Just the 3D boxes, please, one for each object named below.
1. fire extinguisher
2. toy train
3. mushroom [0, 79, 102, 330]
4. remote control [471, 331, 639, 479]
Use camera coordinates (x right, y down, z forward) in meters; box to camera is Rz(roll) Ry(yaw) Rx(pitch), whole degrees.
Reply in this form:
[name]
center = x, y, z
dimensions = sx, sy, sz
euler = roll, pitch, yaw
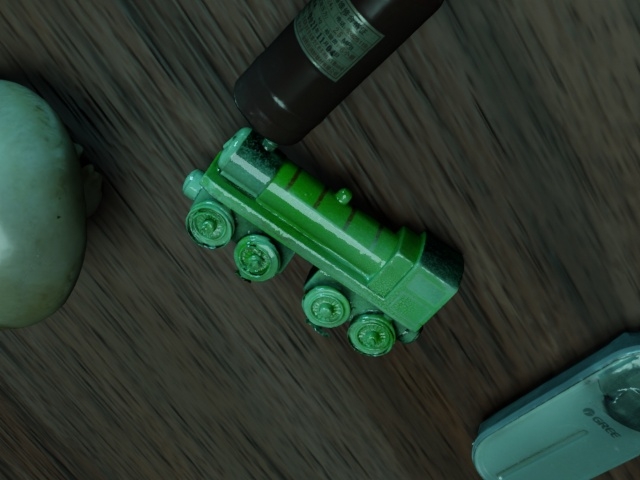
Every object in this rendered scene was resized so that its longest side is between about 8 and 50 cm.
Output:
[fire extinguisher]
center = 0.022, -0.174, 0.599
dimensions = 0.231, 0.071, 0.099
euler = -41, 76, 35
[toy train]
center = 0.000, 0.000, 0.718
dimensions = 0.251, 0.085, 0.119
euler = 35, 122, -9
[mushroom]
center = -0.289, -0.031, 0.745
dimensions = 0.226, 0.178, 0.226
euler = 4, 97, 36
[remote control]
center = 0.245, 0.165, 0.762
dimensions = 0.104, 0.052, 0.247
euler = 40, 126, -12
